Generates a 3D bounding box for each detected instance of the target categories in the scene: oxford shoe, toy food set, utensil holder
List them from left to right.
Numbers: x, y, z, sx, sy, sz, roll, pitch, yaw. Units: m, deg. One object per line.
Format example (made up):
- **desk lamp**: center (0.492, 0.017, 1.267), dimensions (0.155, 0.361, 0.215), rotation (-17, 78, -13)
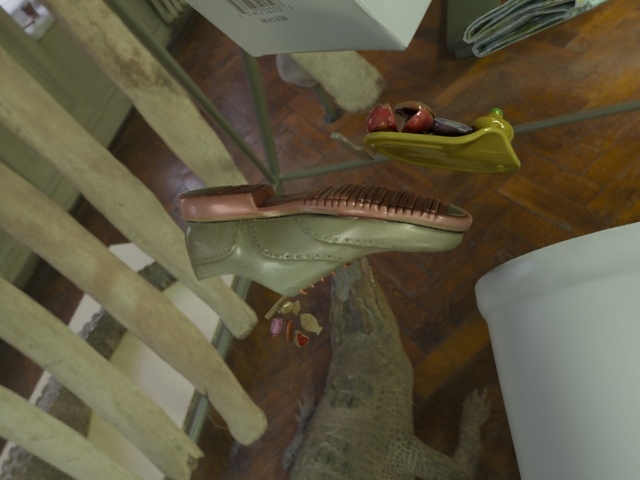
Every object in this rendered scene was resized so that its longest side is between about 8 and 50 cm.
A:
- **toy food set**: center (-0.053, 0.150, 0.961), dimensions (0.078, 0.122, 0.019), rotation (-48, 36, -17)
- **oxford shoe**: center (0.000, 0.000, 0.725), dimensions (0.397, 0.146, 0.140), rotation (3, 13, 19)
- **toy food set**: center (0.123, -0.129, 0.609), dimensions (0.218, 0.128, 0.071), rotation (13, 89, 33)
- **utensil holder**: center (0.348, 0.201, 0.497), dimensions (0.328, 0.327, 0.385), rotation (-14, 69, 22)

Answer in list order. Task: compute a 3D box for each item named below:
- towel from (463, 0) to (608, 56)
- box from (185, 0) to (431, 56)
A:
- **towel**: center (0.525, -0.515, 1.098), dimensions (0.374, 0.090, 0.320), rotation (-29, 13, -20)
- **box**: center (0.020, -0.337, 0.405), dimensions (0.215, 0.168, 0.345), rotation (23, 85, 50)
